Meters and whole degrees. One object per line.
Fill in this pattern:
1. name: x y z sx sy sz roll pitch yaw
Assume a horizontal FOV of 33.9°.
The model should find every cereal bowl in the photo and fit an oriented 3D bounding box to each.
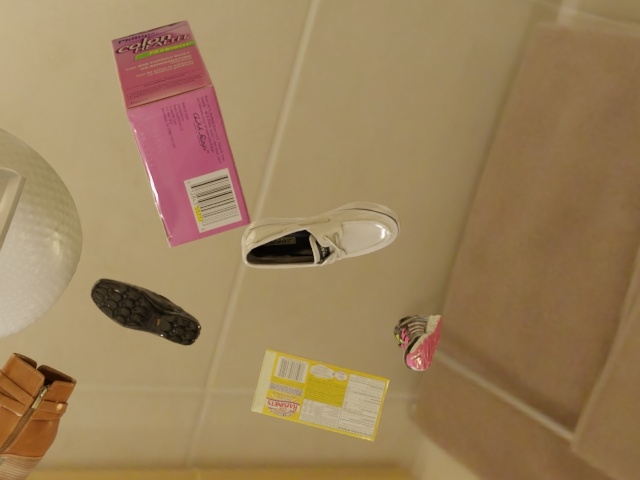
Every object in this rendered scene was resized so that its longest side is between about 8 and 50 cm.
1. cereal bowl: -0.494 0.009 1.366 0.339 0.339 0.141 15 -144 -4

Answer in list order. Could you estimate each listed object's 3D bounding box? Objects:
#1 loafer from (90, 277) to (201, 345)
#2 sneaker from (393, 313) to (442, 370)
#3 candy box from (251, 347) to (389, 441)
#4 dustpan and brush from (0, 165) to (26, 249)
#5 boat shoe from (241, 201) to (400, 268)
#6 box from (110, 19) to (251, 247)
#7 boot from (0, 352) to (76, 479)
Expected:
1. loafer: -0.320 0.127 1.903 0.223 0.076 0.078 28 -177 -29
2. sneaker: 0.157 0.171 1.796 0.075 0.063 0.170 6 -158 17
3. candy box: 0.000 0.250 1.705 0.206 0.105 0.027 14 -177 1
4. dustpan and brush: -0.432 -0.025 1.102 0.211 0.060 0.147 -10 -138 12
5. boat shoe: 0.000 0.000 1.732 0.268 0.096 0.088 -3 -151 3
6. box: -0.194 -0.151 1.440 0.117 0.213 0.243 -17 -146 -6
7. boot: -0.561 0.288 1.751 0.283 0.220 0.109 27 -174 -34
